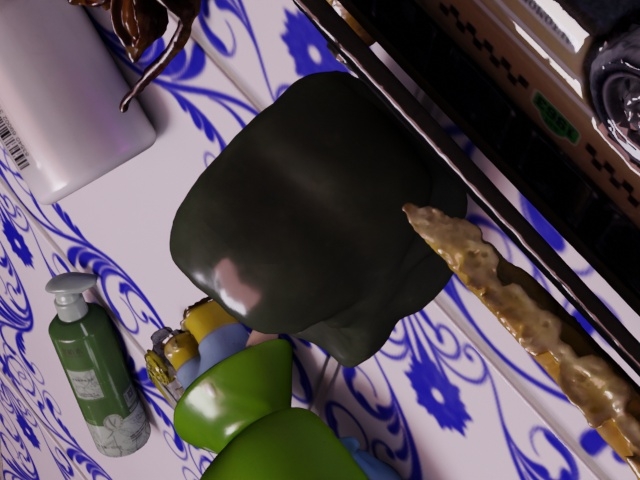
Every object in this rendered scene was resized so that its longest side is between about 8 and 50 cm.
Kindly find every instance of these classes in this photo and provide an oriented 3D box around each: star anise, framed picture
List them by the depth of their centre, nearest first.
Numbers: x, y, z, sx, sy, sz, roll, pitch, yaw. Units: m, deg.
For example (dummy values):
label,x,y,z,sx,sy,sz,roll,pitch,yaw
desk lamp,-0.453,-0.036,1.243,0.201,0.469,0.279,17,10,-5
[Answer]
label,x,y,z,sx,sy,sz,roll,pitch,yaw
framed picture,0.117,0.034,0.582,0.339,0.014,0.255,47,-174,6
star anise,-0.108,-0.149,0.878,0.097,0.070,0.191,46,133,15

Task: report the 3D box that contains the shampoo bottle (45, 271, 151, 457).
label,x,y,z,sx,sy,sz,roll,pitch,yaw
shampoo bottle,-0.220,0.119,1.404,0.065,0.065,0.204,27,141,46

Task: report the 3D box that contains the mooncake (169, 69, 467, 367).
label,x,y,z,sx,sy,sz,roll,pitch,yaw
mooncake,0.000,0.000,0.763,0.104,0.175,0.168,45,126,21

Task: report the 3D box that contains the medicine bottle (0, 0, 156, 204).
label,x,y,z,sx,sy,sz,roll,pitch,yaw
medicine bottle,-0.207,-0.128,1.044,0.187,0.103,0.103,59,154,-7

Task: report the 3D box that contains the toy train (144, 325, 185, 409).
label,x,y,z,sx,sy,sz,roll,pitch,yaw
toy train,-0.074,0.153,1.186,0.202,0.060,0.081,47,159,23

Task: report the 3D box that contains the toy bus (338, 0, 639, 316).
label,x,y,z,sx,sy,sz,roll,pitch,yaw
toy bus,0.090,-0.109,0.514,0.289,0.139,0.157,47,160,13

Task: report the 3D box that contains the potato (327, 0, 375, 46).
label,x,y,z,sx,sy,sz,roll,pitch,yaw
potato,0.013,-0.135,0.725,0.051,0.040,0.083,48,155,46

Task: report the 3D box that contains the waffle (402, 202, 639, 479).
label,x,y,z,sx,sy,sz,roll,pitch,yaw
waffle,0.110,0.057,0.626,0.191,0.032,0.125,44,-172,-7

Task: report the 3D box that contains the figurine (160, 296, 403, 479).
label,x,y,z,sx,sy,sz,roll,pitch,yaw
figurine,-0.037,0.166,1.050,0.162,0.143,0.263,-48,61,32
